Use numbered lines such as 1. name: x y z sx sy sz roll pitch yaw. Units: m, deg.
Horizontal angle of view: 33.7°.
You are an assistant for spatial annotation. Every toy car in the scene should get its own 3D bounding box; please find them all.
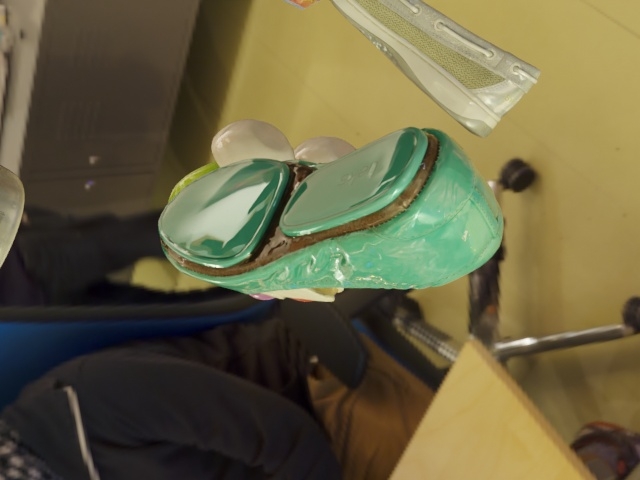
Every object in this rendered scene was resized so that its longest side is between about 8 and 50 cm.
1. toy car: -0.042 -0.008 0.922 0.159 0.182 0.136 -50 47 35

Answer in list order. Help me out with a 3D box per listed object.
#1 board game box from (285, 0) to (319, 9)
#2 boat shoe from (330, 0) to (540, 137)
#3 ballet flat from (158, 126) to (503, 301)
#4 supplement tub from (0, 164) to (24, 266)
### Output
1. board game box: -0.025 -0.302 1.016 0.169 0.033 0.133 35 93 38
2. boat shoe: 0.095 -0.252 1.159 0.103 0.118 0.320 -46 78 11
3. ballet flat: 0.000 0.000 0.566 0.247 0.087 0.083 -7 48 53
4. supplement tub: -0.518 -0.059 1.196 0.194 0.316 0.193 -31 43 35
